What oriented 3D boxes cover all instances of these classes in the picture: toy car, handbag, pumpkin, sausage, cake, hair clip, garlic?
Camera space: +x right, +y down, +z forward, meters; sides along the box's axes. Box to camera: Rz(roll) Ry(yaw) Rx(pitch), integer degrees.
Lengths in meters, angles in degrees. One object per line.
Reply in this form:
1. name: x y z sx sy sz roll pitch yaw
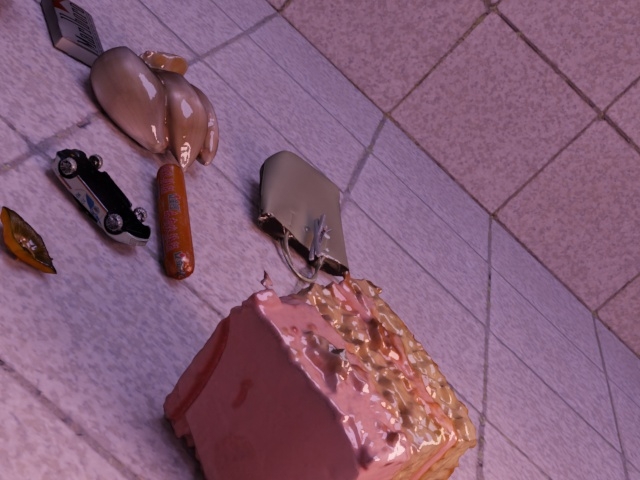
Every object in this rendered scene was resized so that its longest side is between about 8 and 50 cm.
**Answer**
1. toy car: -0.349 -0.066 1.739 0.205 0.056 0.095 50 20 5
2. handbag: -0.032 -0.039 2.262 0.241 0.109 0.315 34 26 -26
3. pumpkin: -0.411 0.005 1.511 0.073 0.035 0.101 39 14 -52
4. sausage: -0.253 -0.040 1.885 0.053 0.053 0.348 34 22 -29
5. cake: 0.000 0.246 1.481 0.314 0.293 0.307 49 25 22
6. hair clip: 0.001 -0.001 2.196 0.039 0.030 0.115 41 37 -22
7. garlic: -0.318 -0.274 2.124 0.279 0.132 0.325 22 24 -32

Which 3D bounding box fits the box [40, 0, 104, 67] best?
1. box: -0.495 -0.421 2.192 0.115 0.036 0.177 26 27 -41
